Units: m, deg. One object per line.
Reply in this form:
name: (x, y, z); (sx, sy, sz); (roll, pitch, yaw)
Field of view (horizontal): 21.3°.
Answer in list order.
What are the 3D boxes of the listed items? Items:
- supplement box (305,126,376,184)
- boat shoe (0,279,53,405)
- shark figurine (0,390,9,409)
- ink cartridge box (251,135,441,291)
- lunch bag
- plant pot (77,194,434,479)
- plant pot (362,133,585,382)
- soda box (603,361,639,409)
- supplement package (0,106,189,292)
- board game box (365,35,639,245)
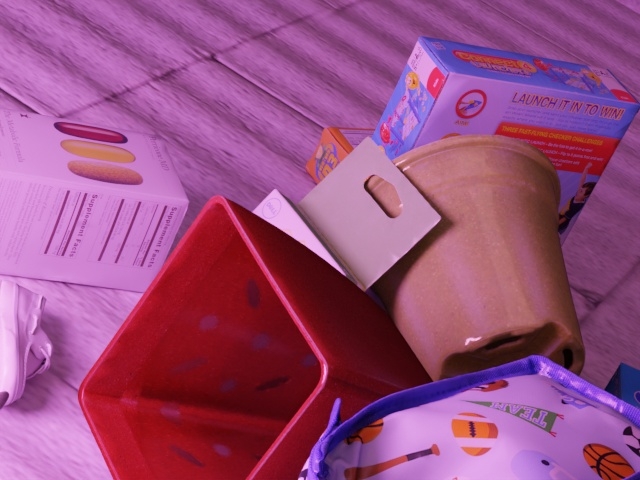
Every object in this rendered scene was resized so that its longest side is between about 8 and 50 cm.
supplement box: (0.098, -0.103, 2.331); (0.233, 0.078, 0.080); (0, 40, -37)
boat shoe: (-0.298, 0.105, 1.699); (0.063, 0.066, 0.184); (14, 21, -17)
shark figurine: (-0.284, 0.249, 1.397); (0.116, 0.278, 0.166); (0, 46, 37)
ink cartridge box: (0.000, 0.000, 1.928); (0.056, 0.235, 0.171); (34, 14, -49)
lunch bag: (0.095, 0.294, 1.388); (0.239, 0.328, 0.385); (26, 24, 36)
plant pot: (-0.034, 0.161, 1.630); (0.235, 0.267, 0.267); (19, 26, -40)
plant pot: (0.183, 0.061, 1.971); (0.276, 0.276, 0.254); (9, 43, -27)
soda box: (0.370, 0.234, 1.995); (0.071, 0.067, 0.210); (23, 29, -4)
supplement package: (-0.290, -0.046, 1.871); (0.244, 0.134, 0.139); (8, 33, -28)
board game box: (0.205, -0.090, 2.158); (0.308, 0.302, 0.086); (6, 34, -32)
